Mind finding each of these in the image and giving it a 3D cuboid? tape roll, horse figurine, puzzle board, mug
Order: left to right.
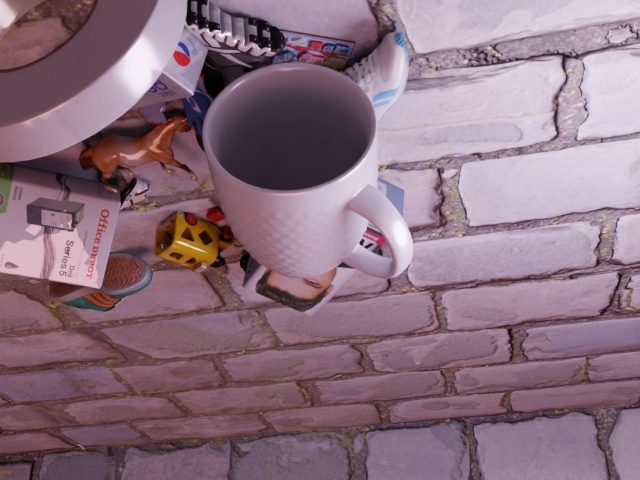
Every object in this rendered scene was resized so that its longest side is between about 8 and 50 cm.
[{"bbox_3d":[-0.364,-0.278,1.078,0.392,0.392,0.072,-10,149,14],"label":"tape roll"},{"bbox_3d":[-0.355,-0.163,1.596,0.263,0.066,0.174,-6,152,7],"label":"horse figurine"},{"bbox_3d":[-0.015,-0.311,1.408,0.128,0.011,0.096,7,149,-13],"label":"puzzle board"},{"bbox_3d":[-0.003,-0.066,1.404,0.374,0.276,0.328,33,154,23],"label":"mug"}]

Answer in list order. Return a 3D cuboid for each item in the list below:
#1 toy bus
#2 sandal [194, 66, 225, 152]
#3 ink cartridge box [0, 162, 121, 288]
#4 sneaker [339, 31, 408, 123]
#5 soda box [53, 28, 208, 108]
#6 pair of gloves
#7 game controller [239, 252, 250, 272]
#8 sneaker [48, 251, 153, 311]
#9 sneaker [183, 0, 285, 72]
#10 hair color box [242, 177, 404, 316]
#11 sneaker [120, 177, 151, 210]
[{"bbox_3d":[-0.274,0.019,1.874,0.202,0.104,0.191,-3,150,4],"label":"toy bus"},{"bbox_3d":[-0.192,-0.210,1.518,0.097,0.054,0.254,-16,148,5],"label":"sandal"},{"bbox_3d":[-0.557,-0.032,1.673,0.273,0.115,0.198,11,107,-20],"label":"ink cartridge box"},{"bbox_3d":[0.080,-0.266,1.412,0.092,0.087,0.228,4,150,-20],"label":"sneaker"},{"bbox_3d":[-0.318,-0.269,1.314,0.286,0.091,0.098,-3,155,38],"label":"soda box"},{"bbox_3d":[-0.248,-0.246,1.433,0.198,0.023,0.159,13,146,15],"label":"pair of gloves"},{"bbox_3d":[-0.031,0.035,1.973,0.319,0.067,0.166,-18,160,27],"label":"game controller"},{"bbox_3d":[-0.513,0.107,2.026,0.302,0.108,0.121,-9,151,29],"label":"sneaker"},{"bbox_3d":[-0.179,-0.323,1.314,0.234,0.078,0.106,15,144,-29],"label":"sneaker"},{"bbox_3d":[0.000,0.000,1.772,0.185,0.113,0.374,25,136,-17],"label":"hair color box"},{"bbox_3d":[-0.392,-0.091,1.744,0.044,0.040,0.109,17,146,-32],"label":"sneaker"}]
